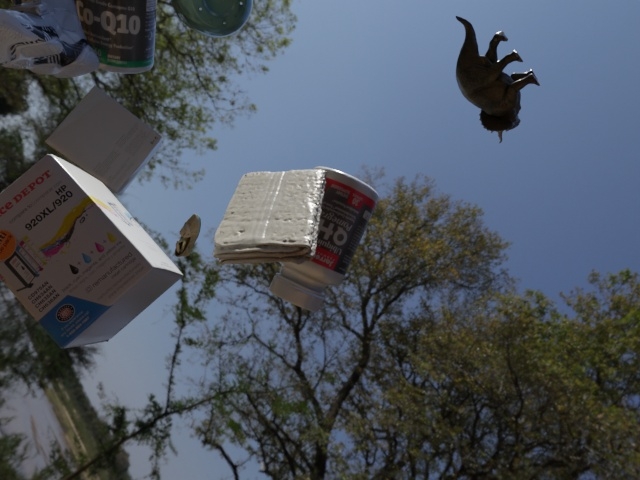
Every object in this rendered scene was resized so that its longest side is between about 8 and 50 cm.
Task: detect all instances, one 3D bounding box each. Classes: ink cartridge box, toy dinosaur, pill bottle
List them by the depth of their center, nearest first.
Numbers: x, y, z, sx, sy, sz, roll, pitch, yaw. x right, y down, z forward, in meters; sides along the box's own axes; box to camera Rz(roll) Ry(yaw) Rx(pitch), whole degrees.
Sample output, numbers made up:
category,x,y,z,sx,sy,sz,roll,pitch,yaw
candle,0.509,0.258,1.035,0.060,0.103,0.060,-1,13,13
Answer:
category,x,y,z,sx,sy,sz,roll,pitch,yaw
ink cartridge box,-0.374,0.021,0.705,0.232,0.171,0.168,46,-7,5
toy dinosaur,0.388,-0.363,1.027,0.314,0.121,0.160,41,-54,-18
pill bottle,0.000,0.000,1.075,0.176,0.176,0.318,21,-94,46
pill bottle,-0.539,-0.653,1.185,0.204,0.204,0.360,42,-48,29

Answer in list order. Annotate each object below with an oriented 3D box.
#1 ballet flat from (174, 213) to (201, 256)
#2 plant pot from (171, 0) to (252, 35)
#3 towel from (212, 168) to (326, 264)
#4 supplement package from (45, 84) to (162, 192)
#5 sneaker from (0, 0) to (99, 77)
category,x,y,z,sx,sy,sz,roll,pitch,yaw
ballet flat,-0.404,-0.008,1.357,0.057,0.052,0.168,46,-50,25
plant pot,-0.370,-0.852,1.565,0.235,0.293,0.292,-121,-155,-53
towel,-0.089,-0.053,0.872,0.187,0.282,0.049,-1,-51,9
supplement package,-0.574,-0.260,1.214,0.203,0.194,0.149,38,-12,-17
sneaker,-0.629,-0.485,0.966,0.366,0.138,0.210,-92,165,-79
